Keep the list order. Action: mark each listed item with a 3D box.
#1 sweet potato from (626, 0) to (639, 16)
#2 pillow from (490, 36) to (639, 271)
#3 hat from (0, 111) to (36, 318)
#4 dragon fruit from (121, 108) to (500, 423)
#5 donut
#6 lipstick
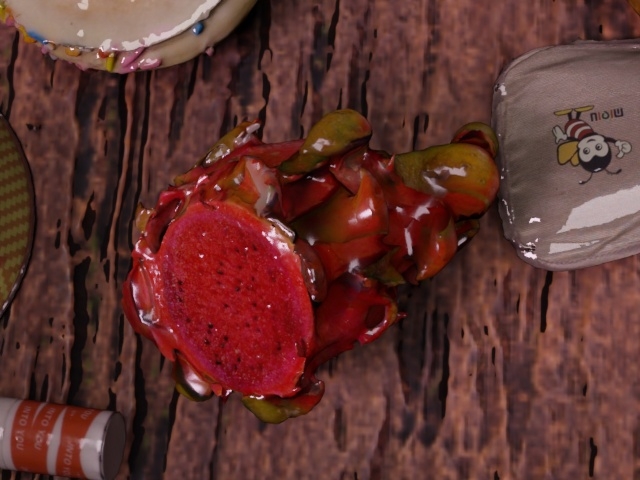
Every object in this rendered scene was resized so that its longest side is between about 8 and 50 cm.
[{"bbox_3d":[0.177,-0.165,0.681,0.106,0.095,0.354,-10,66,-4],"label":"sweet potato"},{"bbox_3d":[0.203,-0.059,0.699,0.233,0.038,0.130,-8,71,8],"label":"pillow"},{"bbox_3d":[-0.259,-0.017,0.737,0.193,0.082,0.193,-1,80,9],"label":"hat"},{"bbox_3d":[0.000,0.000,0.679,0.208,0.150,0.133,-29,108,-3],"label":"dragon fruit"},{"bbox_3d":[-0.107,-0.139,0.741,0.166,0.065,0.108,10,83,9],"label":"donut"},{"bbox_3d":[-0.172,0.102,0.728,0.131,0.038,0.038,5,82,9],"label":"lipstick"}]
